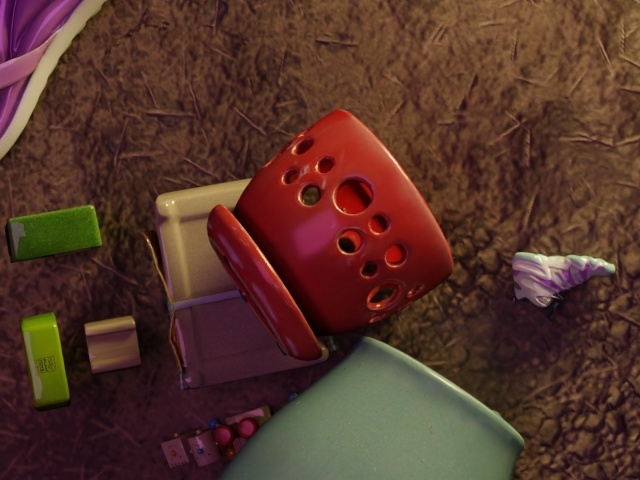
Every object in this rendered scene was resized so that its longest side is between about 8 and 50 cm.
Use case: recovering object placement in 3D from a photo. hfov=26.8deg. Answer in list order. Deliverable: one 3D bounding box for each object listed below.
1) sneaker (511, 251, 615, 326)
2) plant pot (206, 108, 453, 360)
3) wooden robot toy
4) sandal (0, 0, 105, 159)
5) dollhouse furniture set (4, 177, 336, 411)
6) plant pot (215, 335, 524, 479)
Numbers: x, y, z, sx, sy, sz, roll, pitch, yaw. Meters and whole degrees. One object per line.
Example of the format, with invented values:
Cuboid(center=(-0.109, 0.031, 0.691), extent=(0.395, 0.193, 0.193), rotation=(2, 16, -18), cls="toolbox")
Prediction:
Cuboid(center=(0.228, 0.048, 1.266), extent=(0.098, 0.038, 0.069), rotation=(3, 89, 28), cls="sneaker")
Cuboid(center=(0.000, 0.000, 1.239), extent=(0.174, 0.191, 0.191), rotation=(-33, 76, -7), cls="plant pot")
Cuboid(center=(-0.074, 0.212, 1.338), extent=(0.173, 0.076, 0.079), rotation=(-20, 91, 16), cls="wooden robot toy")
Cuboid(center=(-0.354, -0.231, 1.438), extent=(0.169, 0.102, 0.416), rotation=(41, 99, 16), cls="sandal")
Cuboid(center=(-0.158, 0.052, 1.375), extent=(0.301, 0.151, 0.198), rotation=(-10, 89, -12), cls="dollhouse furniture set")
Cuboid(center=(0.045, 0.238, 1.209), extent=(0.271, 0.272, 0.255), rotation=(31, 81, 17), cls="plant pot")
